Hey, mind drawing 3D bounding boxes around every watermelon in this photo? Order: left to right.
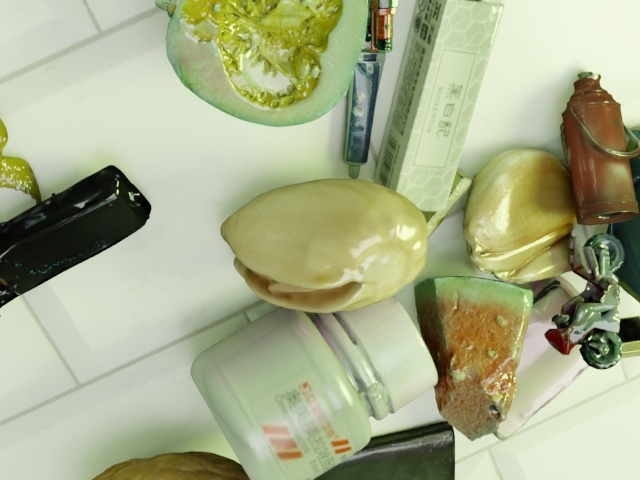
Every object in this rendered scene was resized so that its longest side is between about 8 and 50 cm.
[{"bbox_3d":[0.232,0.181,1.679,0.139,0.193,0.257,5,77,-16],"label":"watermelon"}]

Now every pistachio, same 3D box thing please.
[{"bbox_3d":[0.000,0.000,1.549,0.318,0.214,0.193,5,136,30],"label":"pistachio"}]

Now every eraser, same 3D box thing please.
[{"bbox_3d":[0.175,-0.244,1.552,0.096,0.098,0.404,5,117,-19],"label":"eraser"}]

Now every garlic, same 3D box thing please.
[{"bbox_3d":[0.303,-0.038,1.696,0.228,0.110,0.217,-11,109,-31],"label":"garlic"}]

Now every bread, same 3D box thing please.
[{"bbox_3d":[0.174,-0.048,1.674,0.028,0.068,0.154,30,106,-26],"label":"bread"}]

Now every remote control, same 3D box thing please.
[{"bbox_3d":[-0.431,0.030,1.527,0.398,0.062,0.144,-29,143,4],"label":"remote control"}]

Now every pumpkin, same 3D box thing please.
[{"bbox_3d":[-0.074,-0.322,1.387,0.263,0.197,0.293,11,122,-10],"label":"pumpkin"}]

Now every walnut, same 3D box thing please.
[{"bbox_3d":[-0.222,0.481,1.728,0.343,0.306,0.306,2,117,-13],"label":"walnut"}]

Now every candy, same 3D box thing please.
[{"bbox_3d":[0.348,0.192,1.797,0.155,0.116,0.265,43,101,-3],"label":"candy"}]

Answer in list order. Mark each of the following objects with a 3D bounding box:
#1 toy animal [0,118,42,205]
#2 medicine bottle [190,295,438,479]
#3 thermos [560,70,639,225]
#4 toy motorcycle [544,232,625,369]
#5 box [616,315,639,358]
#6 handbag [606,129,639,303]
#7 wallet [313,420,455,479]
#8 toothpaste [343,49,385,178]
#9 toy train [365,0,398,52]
[{"bbox_3d":[-0.464,-0.108,1.454,0.095,0.219,0.155,-14,84,11],"label":"toy animal"},{"bbox_3d":[-0.008,0.216,1.658,0.324,0.256,0.256,-29,122,-9],"label":"medicine bottle"},{"bbox_3d":[0.417,-0.144,1.639,0.098,0.124,0.232,-1,77,-30],"label":"thermos"},{"bbox_3d":[0.412,0.094,1.682,0.122,0.082,0.213,3,85,-3],"label":"toy motorcycle"},{"bbox_3d":[0.544,0.170,1.890,0.083,0.079,0.035,-7,118,-12],"label":"box"},{"bbox_3d":[0.583,-0.028,1.687,0.222,0.263,0.241,-6,121,-21],"label":"handbag"},{"bbox_3d":[0.086,0.424,1.921,0.317,0.045,0.173,-8,118,-10],"label":"wallet"},{"bbox_3d":[0.059,-0.184,1.588,0.057,0.035,0.197,-3,116,-20],"label":"toothpaste"},{"bbox_3d":[0.087,-0.311,1.509,0.044,0.064,0.103,-7,119,-13],"label":"toy train"}]
